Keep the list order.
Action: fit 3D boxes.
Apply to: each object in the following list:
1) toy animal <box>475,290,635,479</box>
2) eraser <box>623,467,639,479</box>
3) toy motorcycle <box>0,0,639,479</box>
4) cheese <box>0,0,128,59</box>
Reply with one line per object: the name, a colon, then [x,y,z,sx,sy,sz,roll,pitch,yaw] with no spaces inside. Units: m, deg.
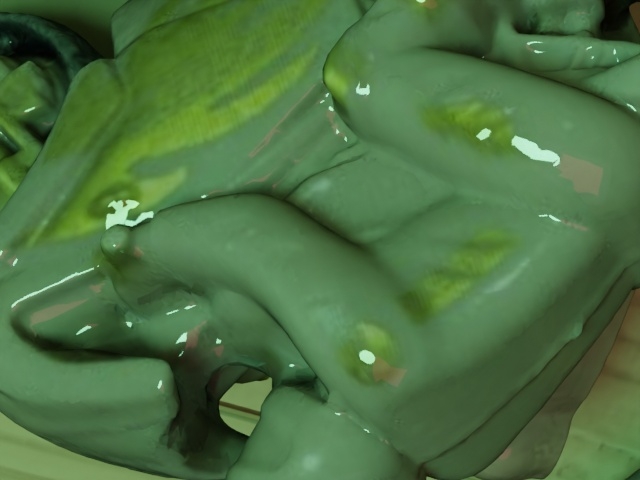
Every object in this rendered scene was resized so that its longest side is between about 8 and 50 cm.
toy animal: [0.000,-0.002,0.620,0.213,0.124,0.124,14,112,-3]
eraser: [0.167,0.156,0.715,0.227,0.081,0.174,-39,110,13]
toy motorcycle: [0.015,-0.022,0.513,0.341,0.222,0.108,-22,147,13]
cheese: [-0.183,-0.050,0.625,0.400,0.034,0.085,-15,114,3]
